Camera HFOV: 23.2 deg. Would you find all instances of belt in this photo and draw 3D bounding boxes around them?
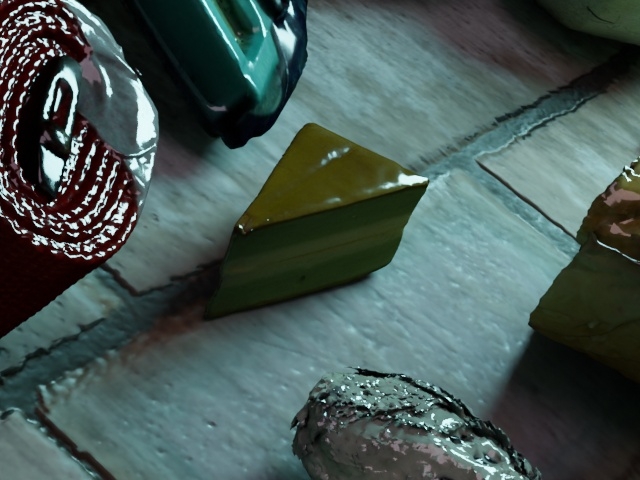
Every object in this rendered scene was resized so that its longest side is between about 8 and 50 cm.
[{"bbox_3d":[-0.170,-0.036,0.795,0.128,0.124,0.201,41,31,-26],"label":"belt"}]

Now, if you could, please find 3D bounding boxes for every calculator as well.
[{"bbox_3d":[-0.083,-0.220,1.039,0.248,0.058,0.274,59,23,-23],"label":"calculator"}]

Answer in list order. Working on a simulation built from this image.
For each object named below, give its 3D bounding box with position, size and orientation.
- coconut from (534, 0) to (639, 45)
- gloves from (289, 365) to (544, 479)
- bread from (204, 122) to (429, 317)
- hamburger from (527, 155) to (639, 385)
[{"bbox_3d":[0.282,-0.282,1.337,0.230,0.227,0.227,7,40,-26],"label":"coconut"},{"bbox_3d":[0.059,0.119,0.794,0.153,0.070,0.114,39,36,18],"label":"gloves"},{"bbox_3d":[-0.002,0.002,0.899,0.084,0.074,0.139,27,33,3],"label":"bread"},{"bbox_3d":[0.278,0.025,0.988,0.209,0.162,0.330,41,34,13],"label":"hamburger"}]
